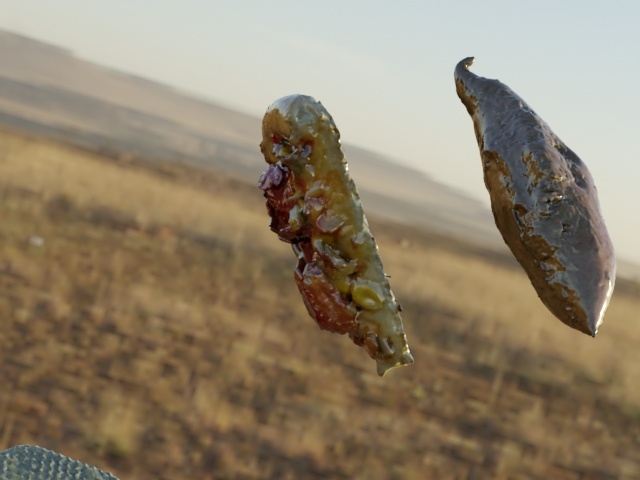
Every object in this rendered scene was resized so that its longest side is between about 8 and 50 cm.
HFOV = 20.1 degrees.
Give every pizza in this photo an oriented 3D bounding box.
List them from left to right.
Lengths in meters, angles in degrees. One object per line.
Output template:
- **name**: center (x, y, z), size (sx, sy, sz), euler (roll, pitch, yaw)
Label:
- **pizza**: center (0.000, 0.000, 1.187), size (0.053, 0.193, 0.201), euler (-23, -22, -10)

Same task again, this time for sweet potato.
- **sweet potato**: center (0.117, -0.031, 0.982), size (0.068, 0.060, 0.206), euler (72, -4, -47)

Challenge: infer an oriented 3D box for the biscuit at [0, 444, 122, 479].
- **biscuit**: center (-0.249, 0.241, 1.474), size (0.250, 0.046, 0.147), euler (-13, 57, -48)
